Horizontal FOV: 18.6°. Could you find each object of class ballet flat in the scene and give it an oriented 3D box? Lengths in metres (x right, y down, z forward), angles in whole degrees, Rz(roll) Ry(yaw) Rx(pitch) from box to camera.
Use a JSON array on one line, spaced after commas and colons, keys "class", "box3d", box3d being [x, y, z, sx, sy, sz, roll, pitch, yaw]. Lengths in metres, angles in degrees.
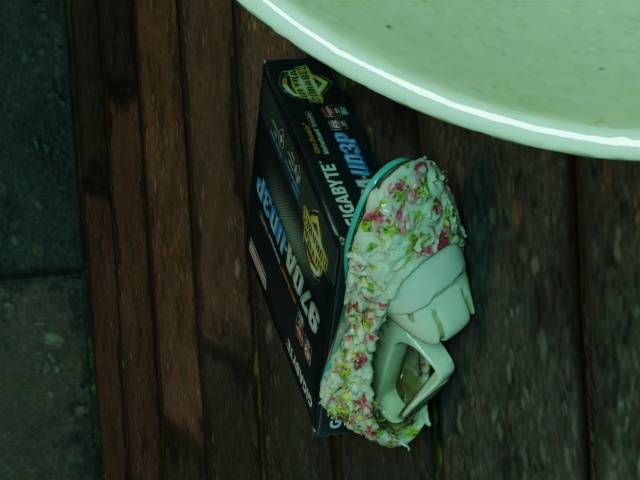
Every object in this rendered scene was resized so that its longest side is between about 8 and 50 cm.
[{"class": "ballet flat", "box3d": [0.055, 0.045, 1.180, 0.077, 0.091, 0.241, 43, 150, 22]}]

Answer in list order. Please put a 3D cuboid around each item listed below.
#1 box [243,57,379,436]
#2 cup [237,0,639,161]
[{"class": "box", "box3d": [0.000, 0.000, 1.385, 0.220, 0.051, 0.175, -113, 23, -48]}, {"class": "cup", "box3d": [0.102, -0.214, 0.538, 0.237, 0.331, 0.331, -62, -24, -66]}]
